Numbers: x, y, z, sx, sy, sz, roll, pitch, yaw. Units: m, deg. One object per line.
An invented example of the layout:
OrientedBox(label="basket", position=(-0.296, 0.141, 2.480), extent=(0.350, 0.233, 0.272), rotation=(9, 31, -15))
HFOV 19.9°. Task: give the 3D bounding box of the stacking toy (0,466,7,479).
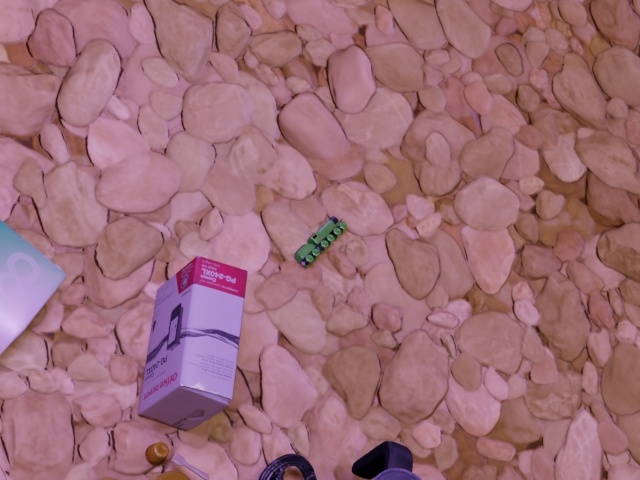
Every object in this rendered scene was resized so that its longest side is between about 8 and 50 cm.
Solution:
OrientedBox(label="stacking toy", position=(-0.394, 0.259, 1.637), extent=(0.302, 0.166, 0.175), rotation=(-20, 68, -49))

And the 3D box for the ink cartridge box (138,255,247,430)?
OrientedBox(label="ink cartridge box", position=(-0.133, 0.108, 1.897), extent=(0.063, 0.109, 0.150), rotation=(19, 60, -23))

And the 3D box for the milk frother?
OrientedBox(label="milk frother", position=(0.024, 0.274, 1.898), extent=(0.143, 0.135, 0.129), rotation=(5, 66, -28))

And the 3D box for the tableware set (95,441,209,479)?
OrientedBox(label="tableware set", position=(-0.189, 0.271, 1.848), extent=(0.104, 0.024, 0.154), rotation=(36, 56, -8))

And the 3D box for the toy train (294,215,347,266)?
OrientedBox(label="toy train", position=(0.000, 0.000, 2.082), extent=(0.023, 0.017, 0.083), rotation=(41, 54, 5))

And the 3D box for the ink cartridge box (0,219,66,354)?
OrientedBox(label="ink cartridge box", position=(-0.388, 0.060, 1.808), extent=(0.181, 0.056, 0.225), rotation=(40, 53, -8))
